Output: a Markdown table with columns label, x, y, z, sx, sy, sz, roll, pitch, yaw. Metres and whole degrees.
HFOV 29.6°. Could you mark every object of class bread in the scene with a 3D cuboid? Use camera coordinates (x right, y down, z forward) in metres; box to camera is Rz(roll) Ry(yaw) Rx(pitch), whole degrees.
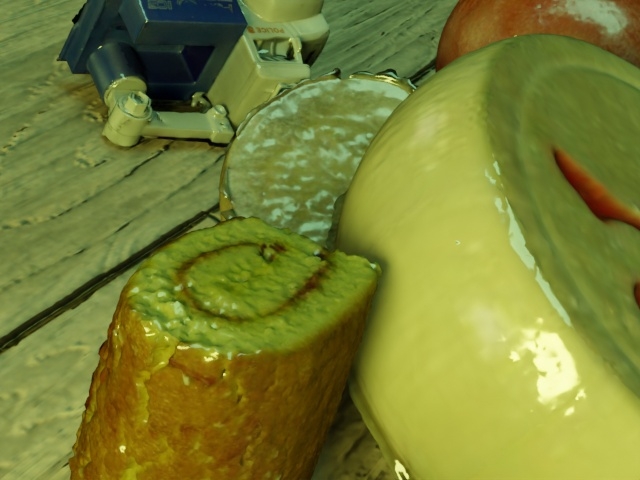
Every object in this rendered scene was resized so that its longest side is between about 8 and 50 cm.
| label | x | y | z | sx | sy | sz | roll | pitch | yaw |
| --- | --- | --- | --- | --- | --- | --- | --- | --- | --- |
| bread | -0.052 | 0.084 | 0.559 | 0.103 | 0.172 | 0.132 | 29 | 31 | 17 |

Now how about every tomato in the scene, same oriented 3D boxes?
| label | x | y | z | sx | sy | sz | roll | pitch | yaw |
| --- | --- | --- | --- | --- | --- | --- | --- | --- | --- |
| tomato | 0.201 | -0.141 | 1.019 | 0.208 | 0.208 | 0.184 | 17 | 39 | -4 |

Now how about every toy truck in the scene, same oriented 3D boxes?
| label | x | y | z | sx | sy | sz | roll | pitch | yaw |
| --- | --- | --- | --- | --- | --- | --- | --- | --- | --- |
| toy truck | -0.091 | -0.162 | 0.975 | 0.213 | 0.161 | 0.177 | -5 | 58 | -35 |

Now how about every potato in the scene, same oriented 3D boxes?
| label | x | y | z | sx | sy | sz | roll | pitch | yaw |
| --- | --- | --- | --- | --- | --- | --- | --- | --- | --- |
| potato | 0.000 | 0.000 | 0.799 | 0.138 | 0.098 | 0.243 | 4 | 49 | -5 |

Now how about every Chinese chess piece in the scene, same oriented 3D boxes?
| label | x | y | z | sx | sy | sz | roll | pitch | yaw |
| --- | --- | --- | --- | --- | --- | --- | --- | --- | --- |
| Chinese chess piece | 0.162 | 0.043 | 0.682 | 0.338 | 0.140 | 0.338 | 25 | 43 | -26 |
